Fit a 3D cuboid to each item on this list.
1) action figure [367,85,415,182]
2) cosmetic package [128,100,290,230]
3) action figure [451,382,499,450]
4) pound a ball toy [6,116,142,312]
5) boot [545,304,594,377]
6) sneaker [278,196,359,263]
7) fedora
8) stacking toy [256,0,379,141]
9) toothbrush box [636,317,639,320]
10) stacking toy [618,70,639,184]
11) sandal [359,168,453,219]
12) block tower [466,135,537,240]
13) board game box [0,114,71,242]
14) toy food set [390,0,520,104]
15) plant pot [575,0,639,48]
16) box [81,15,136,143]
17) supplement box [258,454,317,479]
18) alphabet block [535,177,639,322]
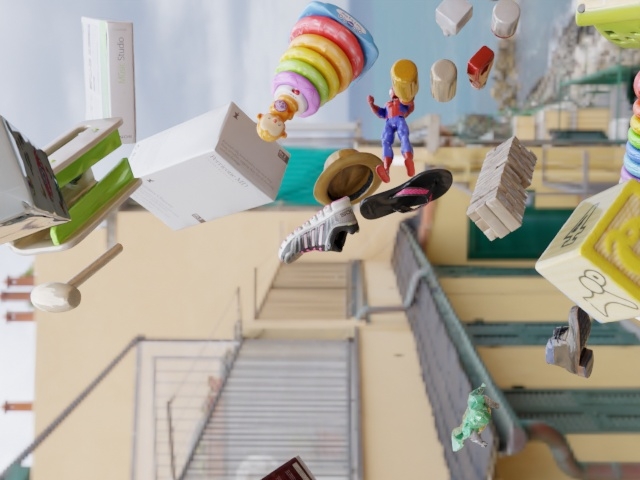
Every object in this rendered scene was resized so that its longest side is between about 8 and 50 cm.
[{"bbox_3d":[0.148,-0.262,1.880,0.280,0.092,0.139,-84,-23,-49],"label":"action figure"},{"bbox_3d":[-0.287,-0.171,2.195,0.217,0.385,0.156,39,-125,-32],"label":"cosmetic package"},{"bbox_3d":[0.271,0.308,1.561,0.232,0.064,0.137,56,-126,-76],"label":"action figure"},{"bbox_3d":[-0.406,-0.045,1.436,0.319,0.136,0.208,-62,-38,-60],"label":"pound a ball toy"},{"bbox_3d":[0.565,0.229,2.086,0.082,0.106,0.219,-50,-44,-38],"label":"boot"},{"bbox_3d":[0.000,0.000,1.551,0.074,0.170,0.063,56,-156,11],"label":"sneaker"},{"bbox_3d":[0.062,-0.162,2.188,0.194,0.194,0.079,88,165,-53],"label":"fedora"},{"bbox_3d":[-0.036,-0.300,1.733,0.301,0.175,0.166,-56,7,-31],"label":"stacking toy"},{"bbox_3d":[0.800,0.062,1.913,0.126,0.216,0.295,-15,-53,-44],"label":"toothbrush box"},{"bbox_3d":[0.753,-0.243,2.035,0.141,0.141,0.330,-88,-10,-51],"label":"stacking toy"},{"bbox_3d":[0.157,-0.074,1.623,0.040,0.179,0.067,-102,-14,-51],"label":"sandal"},{"bbox_3d":[0.424,-0.128,2.095,0.097,0.091,0.335,47,-146,-10],"label":"block tower"},{"bbox_3d":[-0.392,-0.028,0.923,0.303,0.224,0.097,172,78,-80],"label":"board game box"},{"bbox_3d":[0.214,-0.289,1.357,0.232,0.111,0.104,-50,-14,-6],"label":"toy food set"},{"bbox_3d":[0.600,-0.485,1.650,0.227,0.207,0.228,9,95,54],"label":"plant pot"},{"bbox_3d":[-0.432,-0.333,1.832,0.322,0.059,0.232,-144,53,-64],"label":"box"},{"bbox_3d":[-0.081,0.461,1.483,0.130,0.073,0.239,52,-152,13],"label":"supplement box"},{"bbox_3d":[0.566,0.026,1.724,0.193,0.192,0.197,-53,4,-14],"label":"alphabet block"}]
